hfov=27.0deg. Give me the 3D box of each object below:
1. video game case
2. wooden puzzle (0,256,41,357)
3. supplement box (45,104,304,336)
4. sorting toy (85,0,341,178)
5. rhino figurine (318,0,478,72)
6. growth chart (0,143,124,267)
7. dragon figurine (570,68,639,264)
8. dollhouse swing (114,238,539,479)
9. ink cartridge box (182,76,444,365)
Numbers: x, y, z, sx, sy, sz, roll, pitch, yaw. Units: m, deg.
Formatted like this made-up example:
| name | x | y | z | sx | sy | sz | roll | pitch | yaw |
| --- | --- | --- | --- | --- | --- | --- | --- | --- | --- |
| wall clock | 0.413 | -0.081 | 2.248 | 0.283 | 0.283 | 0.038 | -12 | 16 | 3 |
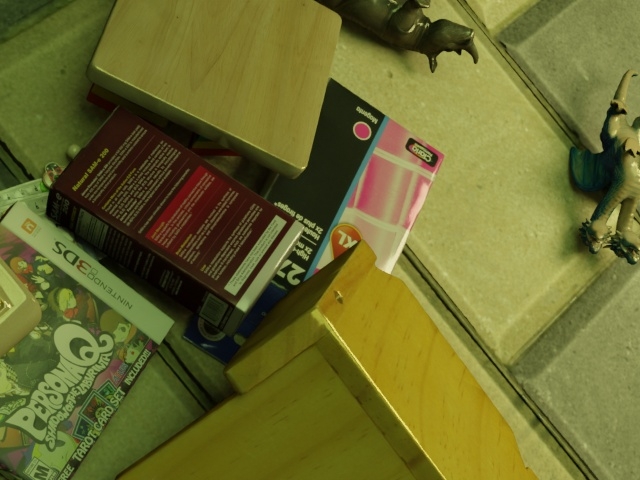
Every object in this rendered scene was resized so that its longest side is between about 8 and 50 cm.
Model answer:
| name | x | y | z | sx | sy | sz | roll | pitch | yaw |
| --- | --- | --- | --- | --- | --- | --- | --- | --- | --- |
| video game case | -0.291 | 0.111 | 1.338 | 0.210 | 0.042 | 0.232 | 40 | 62 | -13 |
| wooden puzzle | -0.400 | 0.049 | 1.225 | 0.221 | 0.044 | 0.238 | -45 | 108 | -31 |
| supplement box | -0.154 | -0.021 | 1.407 | 0.239 | 0.073 | 0.130 | 34 | 59 | 1 |
| sorting toy | -0.125 | -0.203 | 1.519 | 0.255 | 0.089 | 0.257 | 26 | 49 | -16 |
| rhino figurine | 0.099 | -0.290 | 1.675 | 0.243 | 0.106 | 0.073 | 30 | 51 | -12 |
| growth chart | -0.314 | 0.015 | 1.395 | 0.237 | 0.021 | 0.172 | -28 | 85 | -32 |
| dragon figurine | 0.386 | -0.104 | 1.758 | 0.085 | 0.144 | 0.289 | 16 | 45 | -19 |
| dollhouse swing | 0.003 | 0.253 | 1.403 | 0.347 | 0.305 | 0.315 | 53 | 21 | -6 |
| ink cartridge box | 0.000 | 0.000 | 1.538 | 0.176 | 0.069 | 0.371 | 33 | 61 | -12 |
